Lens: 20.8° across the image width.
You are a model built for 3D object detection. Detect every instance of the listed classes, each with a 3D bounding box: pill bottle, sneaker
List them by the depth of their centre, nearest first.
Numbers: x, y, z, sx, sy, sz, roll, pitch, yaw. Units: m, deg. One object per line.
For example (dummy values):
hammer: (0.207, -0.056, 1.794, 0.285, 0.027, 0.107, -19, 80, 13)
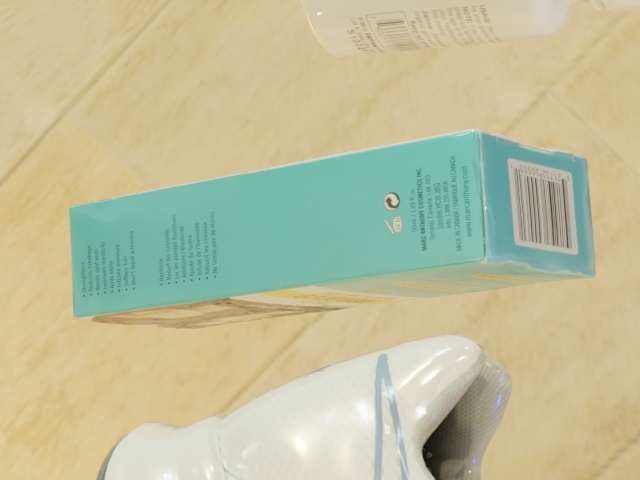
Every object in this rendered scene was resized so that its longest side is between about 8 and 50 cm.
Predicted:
sneaker: (0.039, 0.145, 0.441, 0.129, 0.297, 0.111, -31, 147, 8)
pill bottle: (0.108, -0.195, 1.149, 0.229, 0.131, 0.131, -3, 107, 21)

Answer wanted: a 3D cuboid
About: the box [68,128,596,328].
box: (0.000, 0.000, 0.837, 0.244, 0.100, 0.060, -9, 80, 36)
